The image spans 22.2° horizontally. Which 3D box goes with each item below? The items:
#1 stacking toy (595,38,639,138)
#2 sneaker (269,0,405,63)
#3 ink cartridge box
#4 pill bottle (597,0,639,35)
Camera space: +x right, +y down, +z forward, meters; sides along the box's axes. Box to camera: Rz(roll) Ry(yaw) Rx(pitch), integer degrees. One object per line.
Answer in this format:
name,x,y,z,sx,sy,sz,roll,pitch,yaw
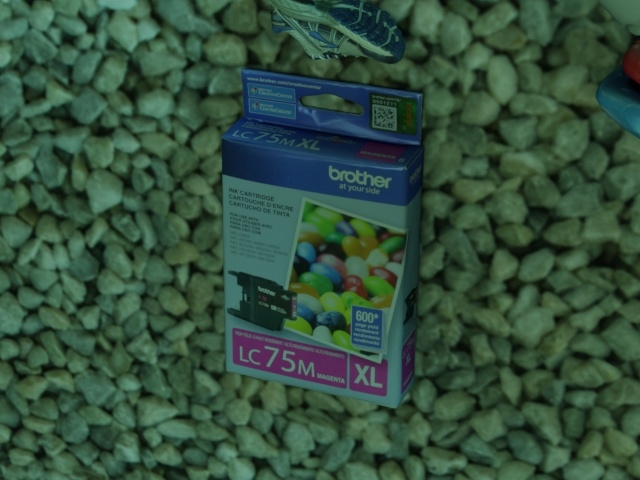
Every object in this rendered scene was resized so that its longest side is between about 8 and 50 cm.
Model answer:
stacking toy,0.343,-0.209,1.245,0.175,0.166,0.302,22,111,12
sneaker,0.014,-0.185,1.449,0.135,0.052,0.058,28,133,17
ink cartridge box,0.000,0.000,1.539,0.186,0.065,0.311,11,117,18
pill bottle,0.354,-0.116,1.094,0.361,0.204,0.204,42,124,-10
